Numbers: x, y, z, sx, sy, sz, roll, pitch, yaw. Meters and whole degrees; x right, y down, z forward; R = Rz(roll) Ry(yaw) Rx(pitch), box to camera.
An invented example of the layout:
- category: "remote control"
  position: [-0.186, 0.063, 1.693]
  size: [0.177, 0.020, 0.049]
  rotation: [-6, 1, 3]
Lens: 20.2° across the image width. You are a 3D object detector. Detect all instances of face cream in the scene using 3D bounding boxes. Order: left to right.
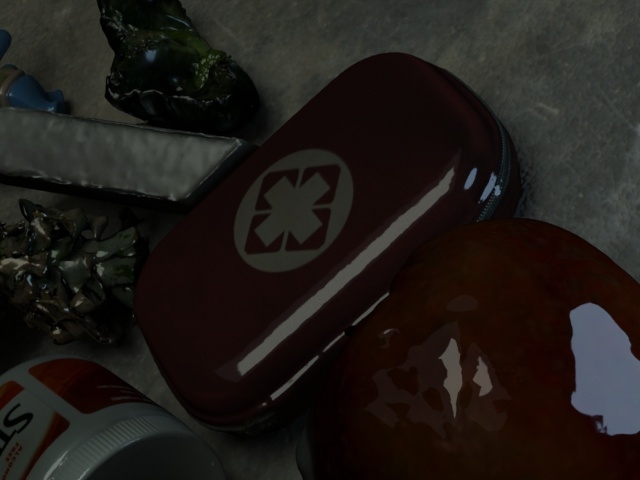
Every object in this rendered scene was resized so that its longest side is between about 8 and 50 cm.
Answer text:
- category: "face cream"
  position: [-0.216, 0.226, 1.644]
  size: [0.187, 0.201, 0.201]
  rotation: [28, 80, 44]

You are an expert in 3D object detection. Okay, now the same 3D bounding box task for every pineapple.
- category: "pineapple"
  position: [-0.308, 0.040, 1.862]
  size: [0.271, 0.262, 0.263]
  rotation: [0, 59, 10]

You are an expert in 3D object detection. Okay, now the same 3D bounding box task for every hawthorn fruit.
- category: "hawthorn fruit"
  position: [0.153, 0.149, 1.382]
  size: [0.308, 0.325, 0.308]
  rotation: [-37, 2, 1]

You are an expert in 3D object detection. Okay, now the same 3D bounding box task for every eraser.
- category: "eraser"
  position: [-0.213, -0.081, 1.867]
  size: [0.352, 0.111, 0.077]
  rotation: [9, 85, 28]

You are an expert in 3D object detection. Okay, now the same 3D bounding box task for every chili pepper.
- category: "chili pepper"
  position: [-0.162, -0.186, 1.929]
  size: [0.116, 0.148, 0.264]
  rotation: [-47, 49, 10]

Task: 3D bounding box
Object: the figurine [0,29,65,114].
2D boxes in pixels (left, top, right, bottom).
- category: "figurine"
  position: [-0.409, -0.151, 2.099]
  size: [0.262, 0.154, 0.180]
  rotation: [-6, 47, 14]

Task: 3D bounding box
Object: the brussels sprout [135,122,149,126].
- category: "brussels sprout"
  position: [-0.199, -0.090, 1.951]
  size: [0.051, 0.046, 0.083]
  rotation: [18, 74, 40]

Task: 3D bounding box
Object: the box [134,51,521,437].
- category: "box"
  position: [0.000, 0.000, 1.700]
  size: [0.404, 0.108, 0.263]
  rotation: [-43, 46, 4]
